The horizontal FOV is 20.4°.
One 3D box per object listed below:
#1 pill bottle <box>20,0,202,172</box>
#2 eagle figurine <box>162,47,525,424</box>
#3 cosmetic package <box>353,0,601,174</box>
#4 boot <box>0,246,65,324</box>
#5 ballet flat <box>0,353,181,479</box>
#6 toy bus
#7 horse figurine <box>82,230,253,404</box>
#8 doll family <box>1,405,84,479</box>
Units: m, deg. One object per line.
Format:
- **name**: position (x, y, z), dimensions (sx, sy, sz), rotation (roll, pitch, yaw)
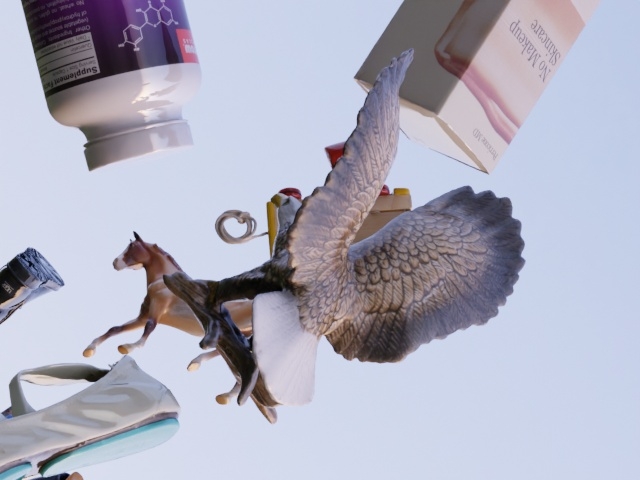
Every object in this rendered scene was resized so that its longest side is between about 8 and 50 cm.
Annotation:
- **pill bottle**: position (-0.240, -0.247, 2.008), dimensions (0.181, 0.181, 0.323), rotation (-15, -90, 59)
- **eagle figurine**: position (0.022, 0.004, 1.538), dimensions (0.225, 0.298, 0.226), rotation (58, 2, 17)
- **cosmetic package**: position (0.188, -0.242, 1.928), dimensions (0.129, 0.296, 0.153), rotation (28, -7, 37)
- **boot**: position (-0.274, 0.054, 1.510), dimensions (0.045, 0.099, 0.121), rotation (49, 4, 2)
- **ballet flat**: position (-0.205, 0.131, 1.188), dimensions (0.086, 0.248, 0.086), rotation (15, -68, 42)
- **toy bus**: position (0.012, 0.004, 1.988), dimensions (0.202, 0.191, 0.104), rotation (39, -21, 14)
- **horse figurine**: position (-0.138, 0.092, 1.984), dimensions (0.263, 0.174, 0.066), rotation (15, -50, 20)
- **doll family**: position (-0.323, 0.251, 1.844), dimensions (0.163, 0.118, 0.263), rotation (-12, -61, 29)
